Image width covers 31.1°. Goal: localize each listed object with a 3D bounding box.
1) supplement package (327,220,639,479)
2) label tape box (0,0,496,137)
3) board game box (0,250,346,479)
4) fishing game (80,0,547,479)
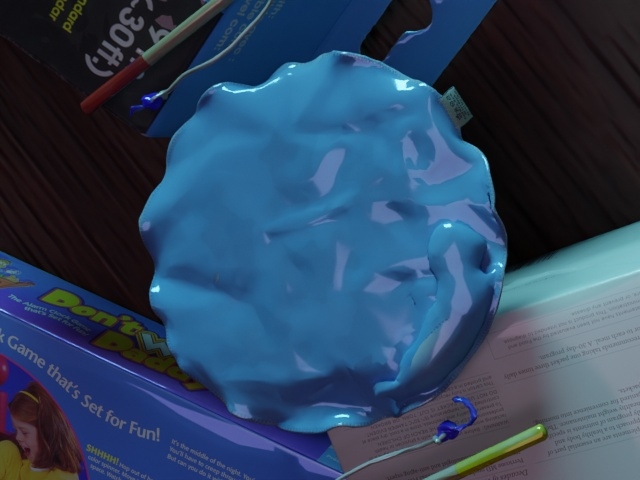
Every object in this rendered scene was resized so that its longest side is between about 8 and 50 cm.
[{"bbox_3d":[0.135,0.115,0.601,0.194,0.149,0.203,-20,94,24],"label":"supplement package"},{"bbox_3d":[-0.061,-0.190,0.593,0.334,0.106,0.240,35,112,-5],"label":"label tape box"},{"bbox_3d":[-0.149,0.168,0.757,0.347,0.078,0.233,23,108,15],"label":"board game box"},{"bbox_3d":[0.000,0.000,0.549,0.189,0.041,0.264,-35,79,21],"label":"fishing game"}]
